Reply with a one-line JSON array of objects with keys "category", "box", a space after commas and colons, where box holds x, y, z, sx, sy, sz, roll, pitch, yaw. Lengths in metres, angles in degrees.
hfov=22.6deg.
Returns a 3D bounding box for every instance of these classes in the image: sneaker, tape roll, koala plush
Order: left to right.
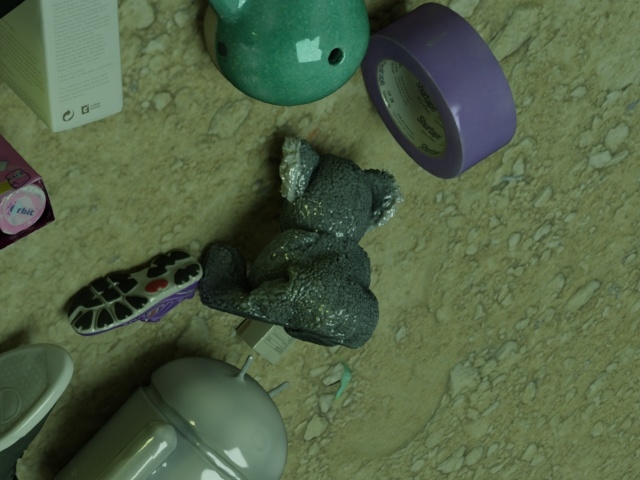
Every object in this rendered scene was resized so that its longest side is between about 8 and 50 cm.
[{"category": "sneaker", "box": [-0.359, 0.236, 1.783, 0.296, 0.104, 0.147, -45, 144, 6]}, {"category": "sneaker", "box": [-0.205, 0.075, 1.813, 0.170, 0.068, 0.071, -22, 140, -30]}, {"category": "koala plush", "box": [0.000, 0.000, 1.859, 0.196, 0.203, 0.221, 22, 81, -30]}, {"category": "tape roll", "box": [0.133, -0.169, 1.820, 0.080, 0.189, 0.189, -33, 139, -17]}]

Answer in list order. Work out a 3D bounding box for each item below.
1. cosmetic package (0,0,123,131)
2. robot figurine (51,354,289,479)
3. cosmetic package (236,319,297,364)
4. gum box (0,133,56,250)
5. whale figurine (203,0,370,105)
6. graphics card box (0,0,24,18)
[{"category": "cosmetic package", "box": [-0.247, -0.229, 1.476, 0.085, 0.117, 0.231, -23, 136, -29]}, {"category": "robot figurine", "box": [-0.180, 0.281, 1.900, 0.353, 0.200, 0.300, -46, 165, -2]}, {"category": "cosmetic package", "box": [-0.044, 0.093, 1.996, 0.115, 0.041, 0.060, -46, 142, -2]}, {"category": "gum box", "box": [-0.367, -0.023, 1.545, 0.188, 0.107, 0.062, -31, 139, -19]}, {"category": "whale figurine", "box": [-0.016, -0.262, 1.641, 0.216, 0.141, 0.272, -12, 129, -36]}, {"category": "graphics card box", "box": [-0.250, -0.316, 1.306, 0.371, 0.233, 0.094, -39, 141, -12]}]
